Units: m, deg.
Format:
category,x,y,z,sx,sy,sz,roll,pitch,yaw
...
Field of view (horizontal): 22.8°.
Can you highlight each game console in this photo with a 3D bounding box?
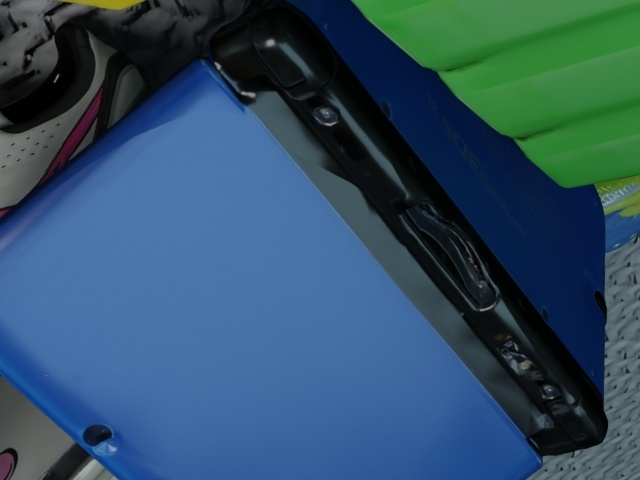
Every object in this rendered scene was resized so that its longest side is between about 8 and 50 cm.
category,x,y,z,sx,sy,sz,roll,pitch,yaw
game console,0.000,0.000,0.759,0.173,0.250,0.293,-20,129,28

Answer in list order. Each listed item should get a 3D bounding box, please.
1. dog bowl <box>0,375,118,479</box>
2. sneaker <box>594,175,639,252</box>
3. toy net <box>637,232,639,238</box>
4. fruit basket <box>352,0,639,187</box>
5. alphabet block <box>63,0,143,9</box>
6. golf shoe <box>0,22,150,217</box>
category,x,y,z,sx,sy,sz,roll,pitch,yaw
dog bowl,-0.074,0.172,0.924,0.408,0.150,0.408,-26,134,-30
sneaker,0.222,-0.060,1.041,0.240,0.091,0.126,-18,160,-19
toy net,0.322,-0.076,1.130,0.232,0.045,0.122,-35,145,-1
fruit basket,0.175,-0.225,0.641,0.392,0.283,0.392,-12,153,-6
alphabet block,-0.123,-0.205,0.438,0.193,0.197,0.192,1,133,-41
golf shoe,-0.156,-0.021,0.748,0.186,0.067,0.086,-48,124,-15
